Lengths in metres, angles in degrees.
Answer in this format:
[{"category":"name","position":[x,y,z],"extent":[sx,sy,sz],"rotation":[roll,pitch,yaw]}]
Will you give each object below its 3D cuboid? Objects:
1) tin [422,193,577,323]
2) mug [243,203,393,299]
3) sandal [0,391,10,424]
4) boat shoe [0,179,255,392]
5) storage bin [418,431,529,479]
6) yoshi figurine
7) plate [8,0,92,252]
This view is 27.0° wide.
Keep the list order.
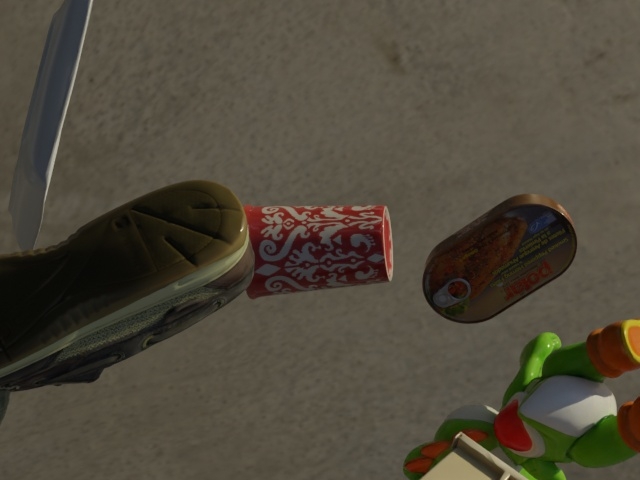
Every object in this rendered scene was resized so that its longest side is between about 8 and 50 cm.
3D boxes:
[{"category":"tin","position":[0.203,0.021,1.516],"extent":[0.106,0.190,0.040],"rotation":[51,21,-15]},{"category":"mug","position":[-0.002,-0.005,1.588],"extent":[0.169,0.113,0.150],"rotation":[-4,46,10]},{"category":"sandal","position":[-0.418,0.308,1.309],"extent":[0.107,0.167,0.445],"rotation":[15,68,22]},{"category":"boat shoe","position":[-0.136,0.044,0.696],"extent":[0.224,0.073,0.080],"rotation":[-24,48,-3]},{"category":"storage bin","position":[0.178,0.382,1.334],"extent":[0.260,0.262,0.123],"rotation":[34,40,25]},{"category":"yoshi figurine","position":[0.268,0.230,1.572],"extent":[0.203,0.362,0.203],"rotation":[50,35,-14]},{"category":"plate","position":[-0.328,-0.146,1.602],"extent":[0.045,0.278,0.277],"rotation":[13,69,-12]}]
